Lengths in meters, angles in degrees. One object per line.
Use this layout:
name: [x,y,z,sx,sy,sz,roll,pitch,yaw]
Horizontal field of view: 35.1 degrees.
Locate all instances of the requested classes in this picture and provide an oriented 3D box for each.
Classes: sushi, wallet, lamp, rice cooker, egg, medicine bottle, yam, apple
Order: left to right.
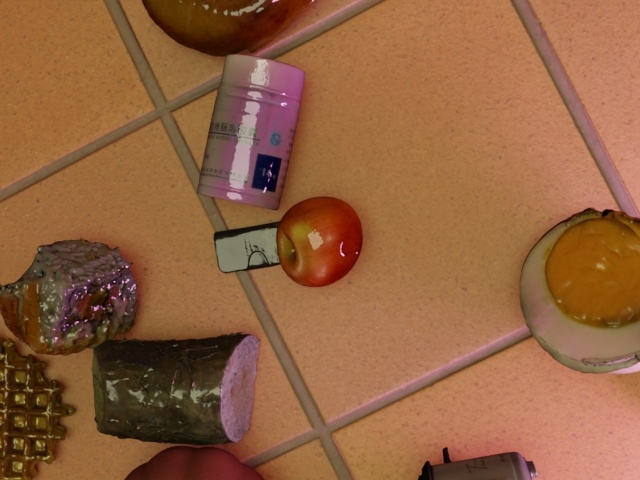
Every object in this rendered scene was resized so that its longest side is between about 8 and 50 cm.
sushi: [-0.445,0.104,1.788,0.139,0.274,0.184,26,113,29]
yam: [-0.266,0.262,1.799,0.271,0.201,0.202,1,89,14]
lamp: [-0.221,0.510,1.748,0.305,0.239,0.305,3,109,9]
medicine bottle: [-0.122,-0.191,1.797,0.152,0.152,0.254,11,92,8]
wallet: [-0.118,0.012,1.862,0.156,0.018,0.082,-8,89,7]
apple: [0.000,0.000,1.774,0.139,0.163,0.163,-15,87,-29]
rice cooker: [0.261,0.479,1.693,0.227,0.241,0.281,-11,57,6]
egg: [0.480,0.099,1.707,0.264,0.174,0.286,-35,59,9]

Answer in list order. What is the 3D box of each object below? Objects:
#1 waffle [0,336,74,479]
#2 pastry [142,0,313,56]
waffle: [-0.606,0.342,1.907,0.260,0.069,0.293,42,92,4]
pastry: [-0.159,-0.499,1.807,0.356,0.164,0.356,-1,86,13]
